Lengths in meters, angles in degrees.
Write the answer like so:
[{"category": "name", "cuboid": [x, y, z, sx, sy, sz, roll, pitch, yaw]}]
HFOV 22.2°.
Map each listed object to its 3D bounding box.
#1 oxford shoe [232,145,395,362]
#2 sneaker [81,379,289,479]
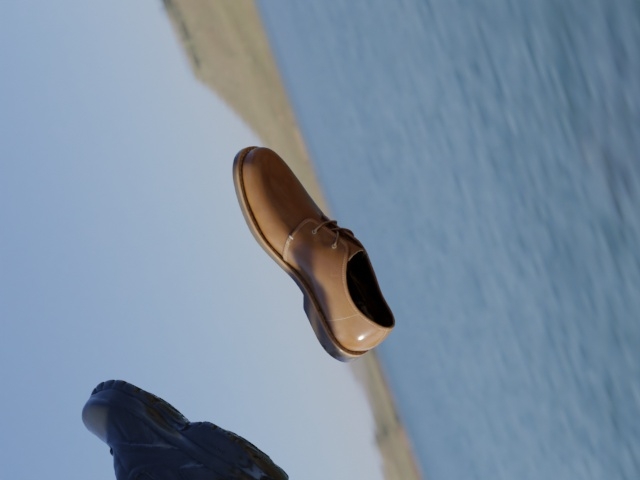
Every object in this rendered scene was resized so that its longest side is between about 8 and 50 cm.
[{"category": "oxford shoe", "cuboid": [0.000, 0.000, 1.435, 0.076, 0.076, 0.212, -34, 89, 46]}, {"category": "sneaker", "cuboid": [-0.162, 0.227, 1.622, 0.286, 0.130, 0.109, 17, 162, 49]}]
